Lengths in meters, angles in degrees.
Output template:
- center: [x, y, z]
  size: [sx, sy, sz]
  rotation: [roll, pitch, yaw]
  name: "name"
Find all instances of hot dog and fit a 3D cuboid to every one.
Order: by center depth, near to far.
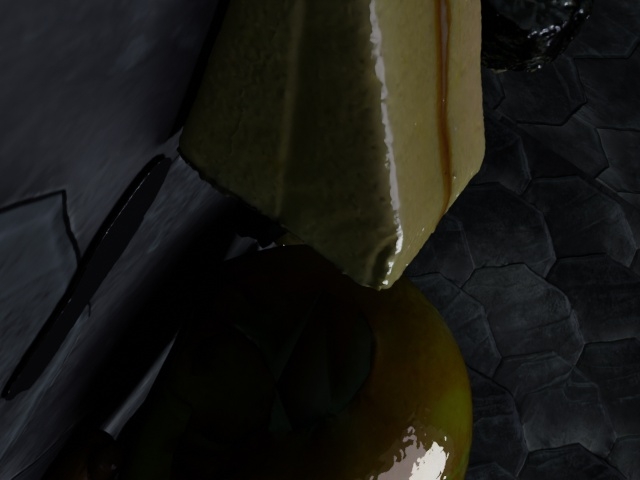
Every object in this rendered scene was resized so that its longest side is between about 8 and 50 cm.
- center: [-0.238, 0.239, 0.913]
  size: [0.140, 0.060, 0.090]
  rotation: [-61, 179, 27]
  name: "hot dog"

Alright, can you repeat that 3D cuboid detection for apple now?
- center: [-0.035, 0.184, 0.912]
  size: [0.384, 0.374, 0.374]
  rotation: [-26, 175, -2]
  name: "apple"

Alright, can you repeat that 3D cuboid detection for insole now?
- center: [-0.144, 0.025, 0.560]
  size: [0.188, 0.004, 0.064]
  rotation: [-55, 176, 11]
  name: "insole"

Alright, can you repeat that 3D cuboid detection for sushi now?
- center: [0.394, -0.462, 1.631]
  size: [0.171, 0.211, 0.350]
  rotation: [101, 14, -65]
  name: "sushi"

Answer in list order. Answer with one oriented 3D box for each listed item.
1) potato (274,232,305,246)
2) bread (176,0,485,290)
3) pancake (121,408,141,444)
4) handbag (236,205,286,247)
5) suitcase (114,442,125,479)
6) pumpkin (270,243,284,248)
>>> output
- center: [0.000, 0.000, 1.365]
  size: [0.081, 0.120, 0.149]
  rotation: [-54, 176, -28]
  name: "potato"
- center: [0.050, -0.122, 0.494]
  size: [0.167, 0.163, 0.264]
  rotation: [-51, 174, -42]
  name: "bread"
- center: [-0.227, 0.255, 1.395]
  size: [0.305, 0.067, 0.427]
  rotation: [-63, 175, 8]
  name: "pancake"
- center: [0.024, -0.120, 0.997]
  size: [0.332, 0.075, 0.191]
  rotation: [-44, 167, -54]
  name: "handbag"
- center: [-0.298, 0.400, 1.077]
  size: [0.312, 0.128, 0.202]
  rotation: [-54, 177, -1]
  name: "suitcase"
- center: [0.001, 0.139, 1.197]
  size: [0.139, 0.317, 0.222]
  rotation: [-49, 156, -9]
  name: "pumpkin"
